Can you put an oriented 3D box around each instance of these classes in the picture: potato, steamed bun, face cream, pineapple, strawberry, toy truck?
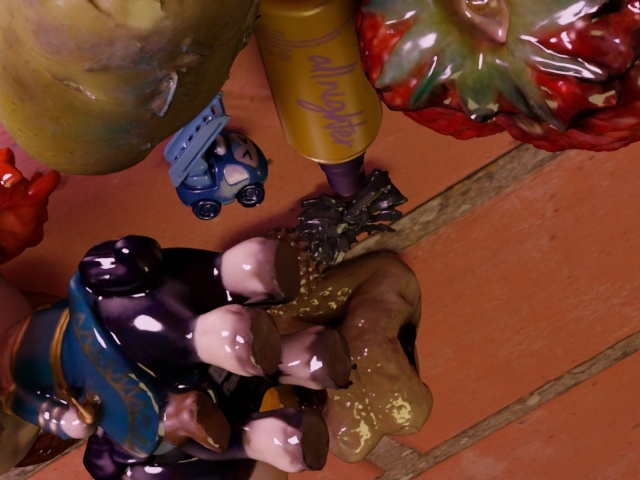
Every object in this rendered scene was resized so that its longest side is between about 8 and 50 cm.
[{"bbox_3d":[-0.121,-0.136,1.030,0.169,0.143,0.248,3,143,-21],"label":"potato"},{"bbox_3d":[0.031,0.119,1.536,0.172,0.155,0.141,-21,149,-7],"label":"steamed bun"},{"bbox_3d":[0.002,-0.113,1.220,0.078,0.078,0.273,-22,150,-4],"label":"face cream"},{"bbox_3d":[0.000,0.000,1.417,0.159,0.074,0.074,-36,149,6],"label":"pineapple"},{"bbox_3d":[0.160,-0.180,1.106,0.288,0.250,0.238,-24,123,-47],"label":"strawberry"},{"bbox_3d":[-0.080,-0.066,1.268,0.073,0.056,0.090,-17,137,-1],"label":"toy truck"}]

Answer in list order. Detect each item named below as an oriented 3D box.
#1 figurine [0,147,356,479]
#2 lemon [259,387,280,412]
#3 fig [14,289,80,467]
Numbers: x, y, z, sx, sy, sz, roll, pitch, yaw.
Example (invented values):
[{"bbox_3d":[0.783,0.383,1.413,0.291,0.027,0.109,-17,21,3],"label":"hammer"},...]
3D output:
[{"bbox_3d":[-0.185,0.088,1.147,0.412,0.241,0.306,10,154,0],"label":"figurine"},{"bbox_3d":[-0.113,0.148,1.495,0.142,0.142,0.187,-9,151,-26],"label":"lemon"},{"bbox_3d":[-0.204,0.107,1.386,0.201,0.134,0.146,-6,160,-47],"label":"fig"}]
